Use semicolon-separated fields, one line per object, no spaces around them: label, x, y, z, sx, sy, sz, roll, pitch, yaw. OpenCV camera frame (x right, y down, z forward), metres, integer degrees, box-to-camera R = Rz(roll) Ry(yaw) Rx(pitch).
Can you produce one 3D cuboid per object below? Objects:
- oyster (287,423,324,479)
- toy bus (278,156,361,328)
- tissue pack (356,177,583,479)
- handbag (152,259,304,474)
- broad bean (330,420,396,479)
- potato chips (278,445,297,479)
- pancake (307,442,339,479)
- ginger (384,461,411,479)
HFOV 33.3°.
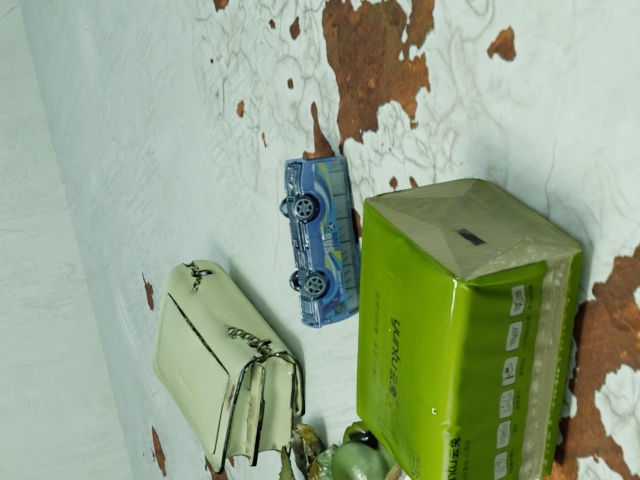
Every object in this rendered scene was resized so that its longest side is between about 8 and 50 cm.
oyster;-0.018;0.349;1.758;0.103;0.051;0.148;55;167;32
toy bus;0.003;0.000;1.493;0.079;0.094;0.236;-170;71;-72
tissue pack;0.145;0.102;1.120;0.200;0.167;0.274;43;140;53
handbag;-0.167;0.213;1.911;0.358;0.160;0.236;44;134;52
broad bean;0.071;0.353;1.503;0.169;0.100;0.228;-150;49;-61
potato chips;-0.037;0.428;1.813;0.142;0.026;0.209;19;136;62
pancake;0.051;0.506;1.682;0.197;0.054;0.376;-4;98;58
ginger;0.118;0.335;1.341;0.131;0.086;0.294;-121;45;-58
